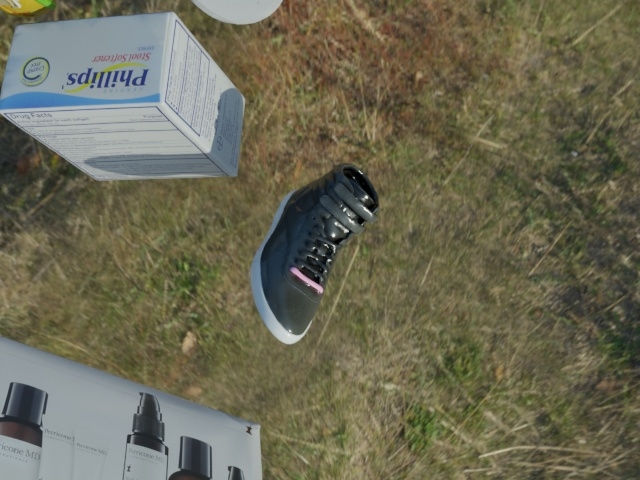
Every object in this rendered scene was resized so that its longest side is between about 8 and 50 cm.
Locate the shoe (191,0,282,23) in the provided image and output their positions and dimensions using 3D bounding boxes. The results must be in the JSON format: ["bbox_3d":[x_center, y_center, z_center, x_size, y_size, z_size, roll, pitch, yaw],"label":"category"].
[{"bbox_3d":[-0.042,-0.184,0.350,0.063,0.178,0.081,0,51,11],"label":"shoe"}]

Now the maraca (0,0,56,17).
[{"bbox_3d":[-0.446,-0.381,1.232,0.127,0.186,0.099,32,95,-11],"label":"maraca"}]

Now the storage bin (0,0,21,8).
[{"bbox_3d":[-0.472,-0.374,0.906,0.262,0.260,0.123,6,66,26],"label":"storage bin"}]

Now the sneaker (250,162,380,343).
[{"bbox_3d":[0.000,0.000,1.135,0.104,0.147,0.296,40,37,-22],"label":"sneaker"}]

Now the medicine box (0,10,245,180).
[{"bbox_3d":[-0.291,-0.209,1.303,0.263,0.289,0.149,0,73,16],"label":"medicine box"}]

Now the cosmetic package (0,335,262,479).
[{"bbox_3d":[-0.134,0.082,0.303,0.239,0.060,0.099,24,30,-24],"label":"cosmetic package"}]
